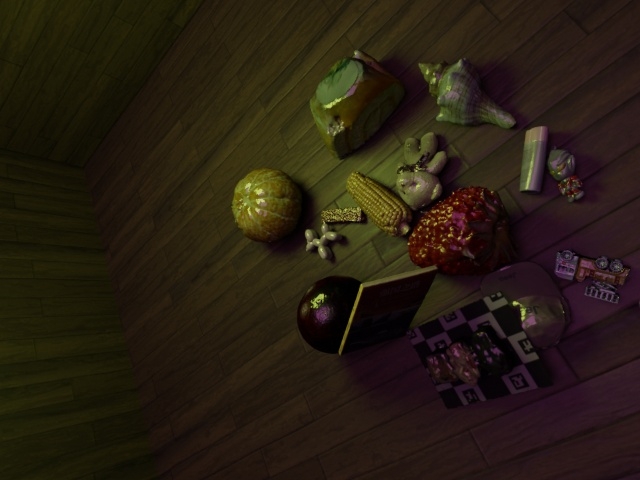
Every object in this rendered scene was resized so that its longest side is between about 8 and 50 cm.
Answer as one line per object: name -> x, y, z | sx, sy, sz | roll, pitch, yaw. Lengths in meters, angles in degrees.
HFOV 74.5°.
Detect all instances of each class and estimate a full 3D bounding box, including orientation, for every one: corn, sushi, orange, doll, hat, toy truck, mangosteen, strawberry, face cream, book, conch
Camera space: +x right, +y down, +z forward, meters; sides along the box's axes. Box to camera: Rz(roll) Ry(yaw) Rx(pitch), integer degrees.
corn -> 0.216, -0.139, 1.568 | 0.130, 0.130, 0.347 | -53, 56, 18
sushi -> 0.442, 0.365, 1.277 | 0.373, 0.100, 0.296 | -35, 78, 39
orange -> -0.235, -0.151, 1.819 | 0.329, 0.249, 0.329 | -2, 87, 43
doll -> 0.343, -0.258, 1.495 | 0.175, 0.149, 0.278 | 142, 136, -62
doll -> 0.000, 0.000, 1.742 | 0.160, 0.059, 0.161 | 43, 117, 33
hat -> 0.588, 0.197, 1.223 | 0.214, 0.244, 0.149 | -33, 28, 30
toy truck -> 0.754, 0.094, 1.185 | 0.177, 0.080, 0.115 | 18, 104, 34
doll -> 0.725, -0.203, 1.249 | 0.094, 0.079, 0.180 | 134, 121, -65
mangosteen -> 0.056, 0.258, 1.539 | 0.297, 0.297, 0.293 | -45, 43, 23
strawberry -> 0.421, -0.026, 1.335 | 0.343, 0.292, 0.292 | 0, 84, 51
face cream -> 0.659, -0.246, 1.299 | 0.084, 0.057, 0.198 | -173, 91, -80
book -> 0.208, 0.233, 1.349 | 0.374, 0.262, 0.028 | 102, 150, -45
conch -> 0.465, -0.485, 1.415 | 0.386, 0.169, 0.203 | 58, 141, 28

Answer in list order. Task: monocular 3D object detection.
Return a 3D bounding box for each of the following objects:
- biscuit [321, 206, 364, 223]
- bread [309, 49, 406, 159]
biscuit -> 0.091, -0.102, 1.709 | 0.199, 0.034, 0.064 | -1, 84, 35
bread -> 0.099, -0.522, 1.621 | 0.395, 0.264, 0.239 | -46, 65, 21
